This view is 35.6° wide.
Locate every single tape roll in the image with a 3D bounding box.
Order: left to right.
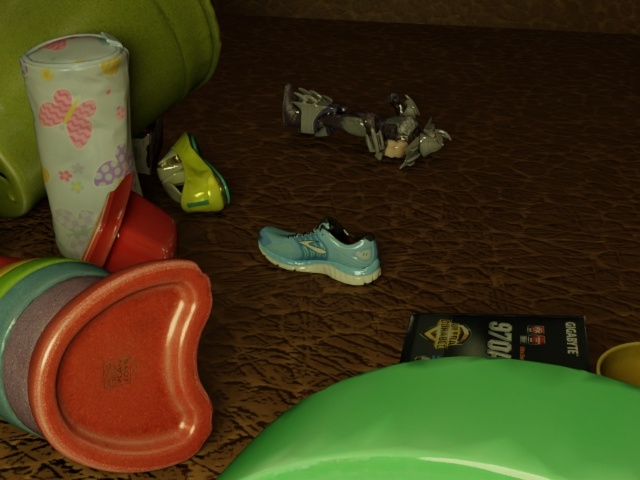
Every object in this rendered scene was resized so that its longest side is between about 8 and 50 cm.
[{"bbox_3d":[0.074,0.206,0.392,0.321,0.321,0.077,11,25,20],"label":"tape roll"}]

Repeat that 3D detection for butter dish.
[{"bbox_3d":[-0.193,0.030,1.060,0.118,0.160,0.160,21,19,-15],"label":"butter dish"}]

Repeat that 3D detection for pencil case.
[{"bbox_3d":[-0.275,-0.107,1.194,0.124,0.273,0.113,-7,30,-5],"label":"pencil case"}]

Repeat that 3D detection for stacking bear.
[{"bbox_3d":[-0.244,0.084,0.891,0.164,0.175,0.289,-9,15,-40],"label":"stacking bear"}]

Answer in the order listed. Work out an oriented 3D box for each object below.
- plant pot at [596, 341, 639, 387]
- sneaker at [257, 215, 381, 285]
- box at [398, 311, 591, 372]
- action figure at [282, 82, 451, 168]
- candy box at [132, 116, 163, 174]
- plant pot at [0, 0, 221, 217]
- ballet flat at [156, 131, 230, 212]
[{"bbox_3d":[0.293,0.157,0.832,0.134,0.095,0.134,2,22,-1],"label":"plant pot"},{"bbox_3d":[0.000,0.000,1.212,0.162,0.073,0.063,11,24,20],"label":"sneaker"},{"bbox_3d":[0.158,0.135,0.911,0.175,0.051,0.220,0,21,12],"label":"box"},{"bbox_3d":[0.081,-0.195,1.674,0.285,0.099,0.185,14,19,18],"label":"action figure"},{"bbox_3d":[-0.374,-0.164,1.575,0.234,0.071,0.159,1,23,-3],"label":"candy box"},{"bbox_3d":[-0.384,-0.231,1.344,0.367,0.366,0.353,16,56,30],"label":"plant pot"},{"bbox_3d":[-0.194,-0.097,1.439,0.077,0.077,0.231,-20,29,-11],"label":"ballet flat"}]
